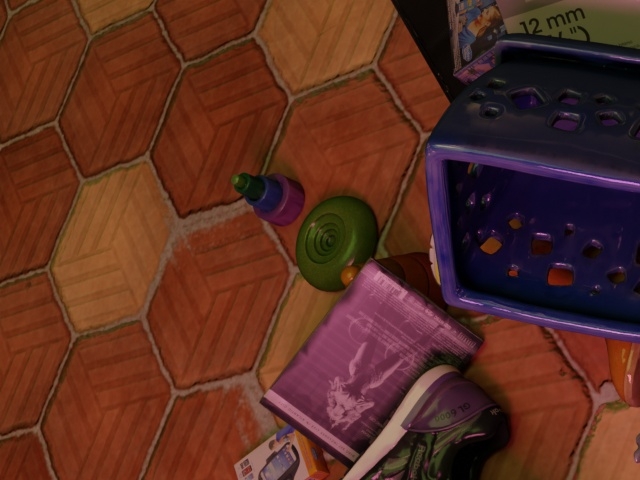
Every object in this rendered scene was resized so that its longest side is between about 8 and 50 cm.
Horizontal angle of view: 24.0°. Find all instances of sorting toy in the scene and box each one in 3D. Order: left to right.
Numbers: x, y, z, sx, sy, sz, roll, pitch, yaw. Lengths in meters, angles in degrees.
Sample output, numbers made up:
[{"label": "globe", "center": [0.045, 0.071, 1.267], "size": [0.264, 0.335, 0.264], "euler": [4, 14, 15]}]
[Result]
[{"label": "sorting toy", "center": [0.000, 0.000, 1.867], "size": [0.365, 0.126, 0.127], "euler": [39, 101, 44]}]

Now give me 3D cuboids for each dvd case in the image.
[{"label": "dvd case", "center": [0.058, 0.152, 1.748], "size": [0.221, 0.164, 0.018], "euler": [-53, 4, 13]}]

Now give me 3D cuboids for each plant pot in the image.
[{"label": "plant pot", "center": [0.248, -0.063, 1.452], "size": [0.236, 0.236, 0.212], "euler": [11, 51, 19]}]

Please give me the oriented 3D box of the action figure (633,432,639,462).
[{"label": "action figure", "center": [0.485, 0.210, 1.328], "size": [0.370, 0.248, 0.276], "euler": [-24, 31, 35]}]

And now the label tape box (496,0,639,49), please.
[{"label": "label tape box", "center": [0.305, -0.283, 1.539], "size": [0.249, 0.348, 0.115], "euler": [-15, 20, 26]}]

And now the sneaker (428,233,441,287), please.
[{"label": "sneaker", "center": [0.202, -0.026, 1.724], "size": [0.094, 0.081, 0.208], "euler": [35, 100, 38]}]

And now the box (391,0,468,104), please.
[{"label": "box", "center": [0.251, -0.320, 1.799], "size": [0.322, 0.079, 0.257], "euler": [-42, 51, 22]}]

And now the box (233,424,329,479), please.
[{"label": "box", "center": [-0.055, 0.289, 1.871], "size": [0.136, 0.028, 0.081], "euler": [-38, 51, 23]}]

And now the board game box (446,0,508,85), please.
[{"label": "board game box", "center": [0.237, -0.293, 1.705], "size": [0.194, 0.060, 0.194], "euler": [-20, 61, 35]}]

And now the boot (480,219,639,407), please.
[{"label": "boot", "center": [0.263, 0.035, 1.593], "size": [0.211, 0.104, 0.295], "euler": [1, 61, 24]}]

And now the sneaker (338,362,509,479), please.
[{"label": "sneaker", "center": [0.101, 0.284, 1.678], "size": [0.124, 0.107, 0.283], "euler": [38, 100, 38]}]
